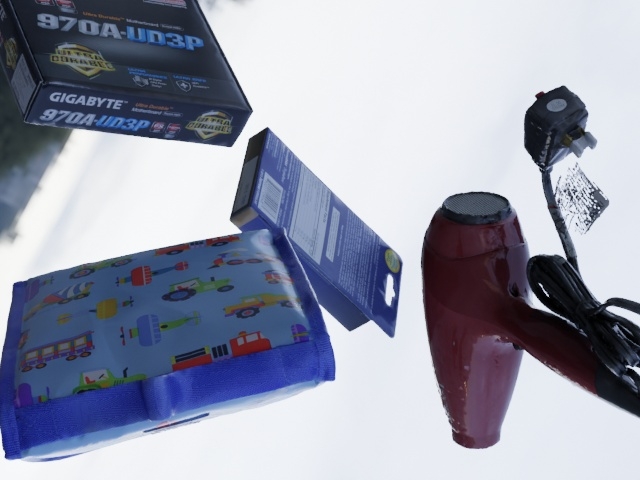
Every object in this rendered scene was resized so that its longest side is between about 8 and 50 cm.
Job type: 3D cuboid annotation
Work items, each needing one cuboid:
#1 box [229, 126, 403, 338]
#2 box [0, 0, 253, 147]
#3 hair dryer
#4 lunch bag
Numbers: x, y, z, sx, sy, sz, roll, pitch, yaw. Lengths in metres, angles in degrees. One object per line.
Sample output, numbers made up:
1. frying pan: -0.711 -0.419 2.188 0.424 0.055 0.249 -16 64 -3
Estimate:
1. box: 0.000 0.000 1.718 0.036 0.225 0.136 -32 -151 30
2. box: -0.191 -0.170 1.535 0.051 0.220 0.175 -58 -138 34
3. hair dryer: 0.133 0.059 1.116 0.293 0.080 0.223 113 -35 -58
4. lunch bag: -0.110 0.082 1.173 0.293 0.221 0.138 -143 -139 -84
